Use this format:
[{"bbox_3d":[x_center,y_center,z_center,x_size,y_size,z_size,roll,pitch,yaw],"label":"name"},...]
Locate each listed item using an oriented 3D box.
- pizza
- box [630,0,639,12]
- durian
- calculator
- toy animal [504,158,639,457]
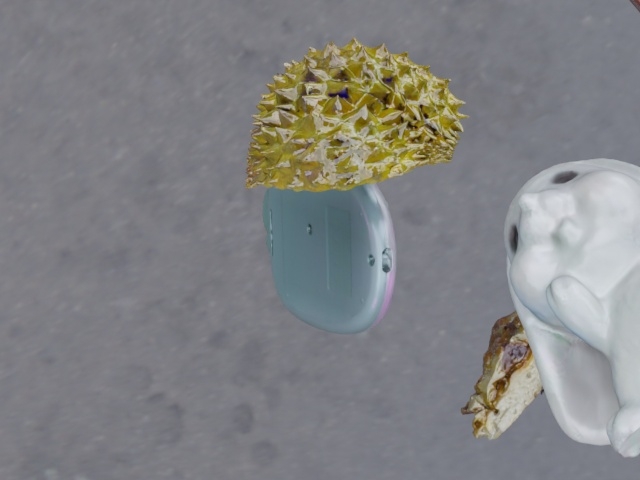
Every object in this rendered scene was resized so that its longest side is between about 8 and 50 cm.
[{"bbox_3d":[0.204,0.127,1.825,0.069,0.154,0.194,40,63,-8],"label":"pizza"},{"bbox_3d":[0.416,-0.318,2.118,0.051,0.023,0.082,40,85,-37],"label":"box"},{"bbox_3d":[0.022,-0.100,1.571,0.182,0.132,0.165,21,74,22],"label":"durian"},{"bbox_3d":[0.000,0.000,1.759,0.041,0.299,0.186,-6,101,-25],"label":"calculator"},{"bbox_3d":[0.292,0.042,1.515,0.174,0.249,0.289,31,38,-59],"label":"toy animal"}]
